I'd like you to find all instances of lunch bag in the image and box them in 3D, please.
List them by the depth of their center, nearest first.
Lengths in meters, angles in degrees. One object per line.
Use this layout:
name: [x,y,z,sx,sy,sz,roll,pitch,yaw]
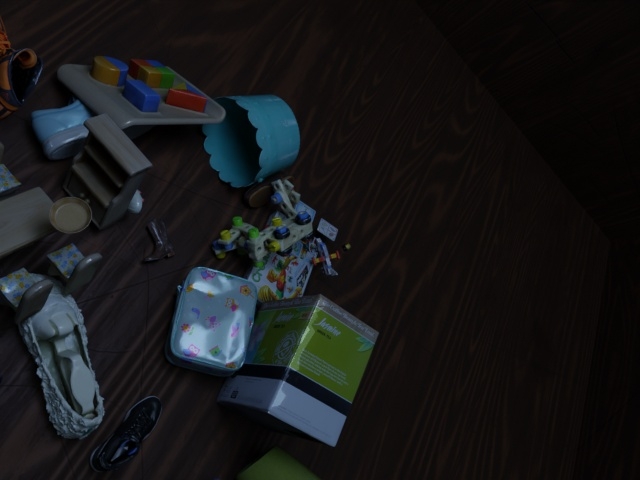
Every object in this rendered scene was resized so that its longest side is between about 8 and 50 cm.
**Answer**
lunch bag: [-0.300,0.216,1.581,0.224,0.108,0.279,16,58,-14]

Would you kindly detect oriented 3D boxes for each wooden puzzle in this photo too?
wooden puzzle: [-0.477,-0.416,1.578,0.322,0.080,0.348,39,36,25]

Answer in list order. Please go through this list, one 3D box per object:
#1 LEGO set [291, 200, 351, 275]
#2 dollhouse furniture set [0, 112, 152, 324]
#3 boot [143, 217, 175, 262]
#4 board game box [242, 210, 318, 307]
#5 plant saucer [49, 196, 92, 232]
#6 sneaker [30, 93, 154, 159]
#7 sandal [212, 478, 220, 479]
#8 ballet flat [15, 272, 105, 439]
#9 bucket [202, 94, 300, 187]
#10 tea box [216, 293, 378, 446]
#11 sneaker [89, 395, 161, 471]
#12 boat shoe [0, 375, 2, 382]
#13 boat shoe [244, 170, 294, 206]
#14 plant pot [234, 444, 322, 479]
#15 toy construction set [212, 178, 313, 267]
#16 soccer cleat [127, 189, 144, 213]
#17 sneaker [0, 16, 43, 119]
LEGO set: [0.000,0.000,1.882,0.244,0.060,0.182,34,58,-25]
dollhouse furniture set: [-0.616,-0.092,1.309,0.362,0.256,0.394,48,42,4]
boot: [-0.460,-0.001,1.595,0.106,0.037,0.114,-19,90,-54]
board game box: [-0.124,0.081,1.824,0.193,0.053,0.305,35,55,-23]
plant saucer: [-0.531,-0.052,1.232,0.083,0.015,0.083,6,68,-16]
sneaker: [-0.592,-0.341,1.555,0.366,0.135,0.150,-31,90,-46]
sandal: [-0.340,0.656,1.403,0.317,0.126,0.138,19,59,-42]
ballet flat: [-0.587,0.253,1.338,0.147,0.147,0.409,-18,85,-41]
bucket: [-0.209,-0.312,1.765,0.183,0.281,0.281,-23,89,-42]
tea box: [-0.067,0.342,1.563,0.220,0.329,0.323,36,63,-23]
sneaker: [-0.440,0.463,1.383,0.079,0.121,0.217,51,50,-13]
boat shoe: [-0.767,0.223,1.196,0.258,0.109,0.089,49,45,-36]
boat shoe: [-0.177,-0.171,1.872,0.073,0.073,0.207,34,40,23]
plant pot: [-0.085,0.699,1.515,0.275,0.275,0.293,-27,76,-41]
toy construction set: [-0.152,-0.043,1.736,0.327,0.215,0.151,-49,138,-33]
soccer cleat: [-0.536,-0.140,1.529,0.076,0.068,0.196,6,38,-54]
sneaker: [-0.766,-0.460,1.411,0.124,0.180,0.321,-3,80,-63]
